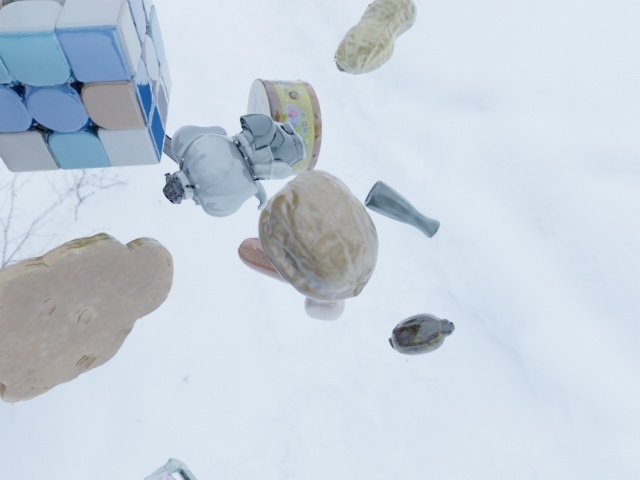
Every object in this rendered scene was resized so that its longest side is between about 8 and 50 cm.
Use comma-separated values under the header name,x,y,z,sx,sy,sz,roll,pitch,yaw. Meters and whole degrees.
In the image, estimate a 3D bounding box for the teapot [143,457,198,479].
name,x,y,z,sx,sy,sz,roll,pitch,yaw
teapot,-0.477,0.796,1.501,0.221,0.163,0.178,-25,81,-33

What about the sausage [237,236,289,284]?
name,x,y,z,sx,sy,sz,roll,pitch,yaw
sausage,-0.132,0.065,1.531,0.304,0.121,0.121,18,69,33

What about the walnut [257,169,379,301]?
name,x,y,z,sx,sy,sz,roll,pitch,yaw
walnut,0.003,-0.001,1.249,0.306,0.306,0.344,-30,89,9

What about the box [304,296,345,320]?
name,x,y,z,sx,sy,sz,roll,pitch,yaw
box,0.014,0.228,1.709,0.145,0.200,0.088,7,67,0

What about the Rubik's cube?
name,x,y,z,sx,sy,sz,roll,pitch,yaw
Rubik's cube,-0.542,-0.392,1.064,0.344,0.347,0.347,-5,52,-5

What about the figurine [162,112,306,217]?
name,x,y,z,sx,sy,sz,roll,pitch,yaw
figurine,-0.115,-0.098,0.637,0.192,0.126,0.147,-23,65,-18

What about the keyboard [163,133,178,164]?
name,x,y,z,sx,sy,sz,roll,pitch,yaw
keyboard,-0.508,-0.323,1.505,0.011,0.202,0.067,-34,21,47

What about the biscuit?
name,x,y,z,sx,sy,sz,roll,pitch,yaw
biscuit,-0.391,0.116,0.753,0.051,0.269,0.376,30,37,24

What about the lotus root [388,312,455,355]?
name,x,y,z,sx,sy,sz,roll,pitch,yaw
lotus root,0.289,0.270,1.397,0.209,0.120,0.120,-25,47,31

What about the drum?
name,x,y,z,sx,sy,sz,roll,pitch,yaw
drum,-0.168,-0.478,2.073,0.214,0.431,0.431,-7,43,-22

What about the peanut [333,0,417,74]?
name,x,y,z,sx,sy,sz,roll,pitch,yaw
peanut,0.166,-0.606,1.406,0.149,0.149,0.313,23,72,40

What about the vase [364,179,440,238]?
name,x,y,z,sx,sy,sz,roll,pitch,yaw
vase,0.233,-0.082,1.353,0.086,0.214,0.086,-59,8,13
